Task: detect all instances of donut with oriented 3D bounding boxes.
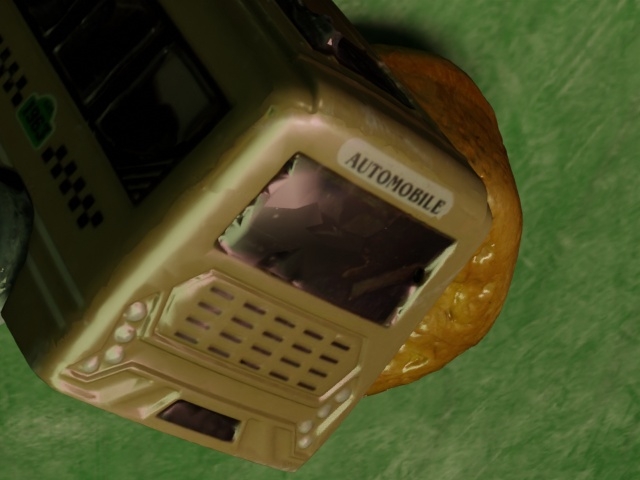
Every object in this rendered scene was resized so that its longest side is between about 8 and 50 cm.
[{"bbox_3d":[-0.002,-0.001,0.843,0.226,0.114,0.227,-12,141,-10],"label":"donut"}]

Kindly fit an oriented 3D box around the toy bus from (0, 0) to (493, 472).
[{"bbox_3d":[-0.071,-0.064,0.594,0.157,0.289,0.139,-48,135,14],"label":"toy bus"}]
